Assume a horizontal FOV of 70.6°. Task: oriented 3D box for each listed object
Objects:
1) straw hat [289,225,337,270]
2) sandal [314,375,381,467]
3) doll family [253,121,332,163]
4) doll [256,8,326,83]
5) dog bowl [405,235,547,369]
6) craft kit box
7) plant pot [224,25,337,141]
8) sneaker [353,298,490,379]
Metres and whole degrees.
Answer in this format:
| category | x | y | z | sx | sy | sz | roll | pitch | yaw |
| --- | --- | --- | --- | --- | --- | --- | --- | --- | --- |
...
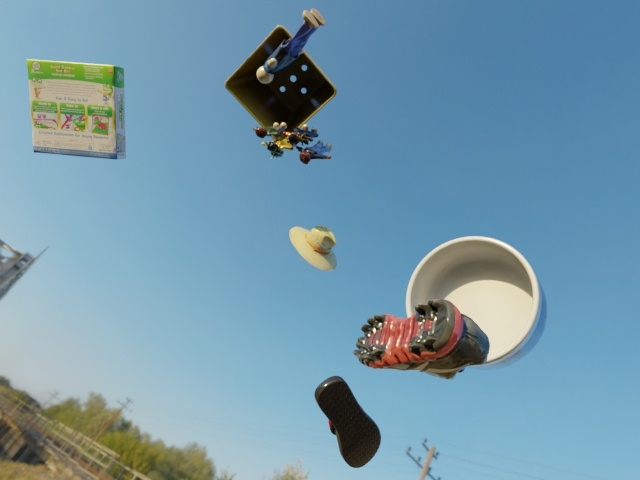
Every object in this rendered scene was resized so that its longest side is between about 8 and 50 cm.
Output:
| category | x | y | z | sx | sy | sz | roll | pitch | yaw |
| --- | --- | --- | --- | --- | --- | --- | --- | --- | --- |
| straw hat | 0.000 | 0.000 | 1.086 | 0.145 | 0.144 | 0.061 | 37 | -63 | -8 |
| sandal | 0.039 | 0.262 | 0.666 | 0.040 | 0.067 | 0.179 | 30 | -33 | 61 |
| doll family | -0.064 | -0.219 | 1.015 | 0.193 | 0.111 | 0.075 | 8 | -67 | 23 |
| doll | -0.068 | -0.394 | 0.944 | 0.189 | 0.129 | 0.046 | -35 | -80 | 37 |
| dog bowl | 0.320 | 0.130 | 0.939 | 0.265 | 0.264 | 0.104 | 2 | -19 | 37 |
| craft kit box | -0.662 | -0.355 | 1.233 | 0.250 | 0.061 | 0.246 | 7 | -73 | 5 |
| plant pot | -0.089 | -0.425 | 1.222 | 0.212 | 0.187 | 0.212 | -37 | -74 | 24 |
| sneaker | 0.159 | 0.173 | 0.736 | 0.135 | 0.097 | 0.276 | 27 | -28 | -17 |
